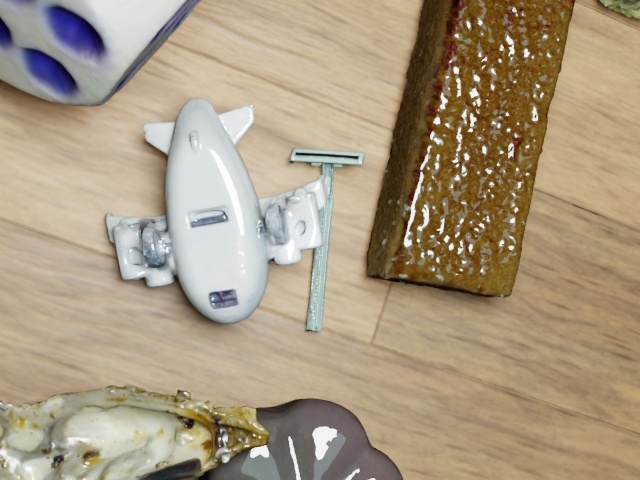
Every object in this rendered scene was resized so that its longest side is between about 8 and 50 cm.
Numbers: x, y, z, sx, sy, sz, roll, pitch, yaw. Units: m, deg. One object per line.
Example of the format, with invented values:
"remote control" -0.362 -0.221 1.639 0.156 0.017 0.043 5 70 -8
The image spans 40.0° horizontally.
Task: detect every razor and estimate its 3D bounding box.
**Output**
"razor" 0.001 0.001 1.014 0.084 0.036 0.211 5 92 10

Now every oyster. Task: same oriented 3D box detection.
"oyster" -0.218 0.214 0.891 0.345 0.078 0.128 -9 71 6

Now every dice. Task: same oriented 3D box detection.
"dice" -0.230 -0.293 0.828 0.259 0.243 0.251 39 56 -12

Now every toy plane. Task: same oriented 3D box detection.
"toy plane" -0.113 -0.032 0.946 0.245 0.117 0.244 0 93 2

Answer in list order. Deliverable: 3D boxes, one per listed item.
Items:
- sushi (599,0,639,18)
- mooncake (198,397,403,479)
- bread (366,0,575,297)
"sushi" 0.460 -0.354 1.063 0.274 0.184 0.139 -10 91 -16
"mooncake" -0.023 0.292 0.945 0.245 0.133 0.244 2 79 -11
"bread" 0.177 -0.142 1.021 0.165 0.113 0.416 14 85 -12
